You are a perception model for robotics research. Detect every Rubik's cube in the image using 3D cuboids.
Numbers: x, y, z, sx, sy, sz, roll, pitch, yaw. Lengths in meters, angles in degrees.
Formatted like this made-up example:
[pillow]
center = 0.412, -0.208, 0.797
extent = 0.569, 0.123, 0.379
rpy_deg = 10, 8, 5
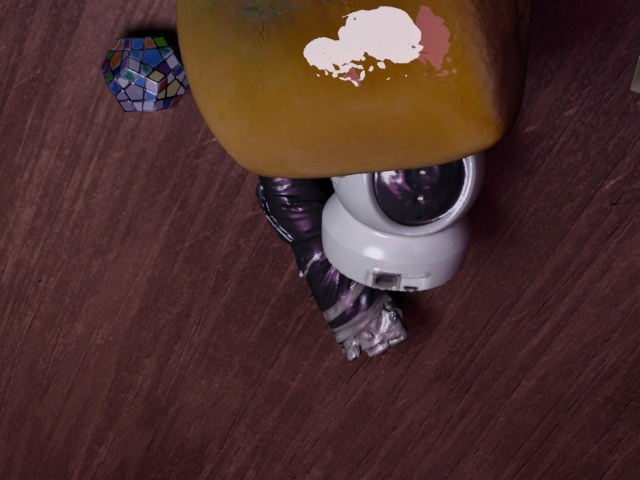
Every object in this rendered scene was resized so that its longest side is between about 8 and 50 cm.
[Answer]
[Rubik's cube]
center = -0.215, -0.207, 1.786
extent = 0.111, 0.093, 0.111
rpy_deg = 9, 130, 11

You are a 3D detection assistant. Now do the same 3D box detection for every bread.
[bread]
center = 0.037, -0.246, 1.522
extent = 0.376, 0.253, 0.348
rpy_deg = -3, 88, 29

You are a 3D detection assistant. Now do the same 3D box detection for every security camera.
[security camera]
center = 0.102, -0.079, 1.749
extent = 0.195, 0.194, 0.236
rpy_deg = 12, 125, 6

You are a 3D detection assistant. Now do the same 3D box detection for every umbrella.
[umbrella]
center = 0.005, -0.003, 1.906
extent = 0.113, 0.106, 0.357
rpy_deg = -22, 113, 18

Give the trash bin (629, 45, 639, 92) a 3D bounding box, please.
[trash bin]
center = 0.407, -0.191, 1.664
extent = 0.092, 0.043, 0.061
rpy_deg = 12, 130, 7
